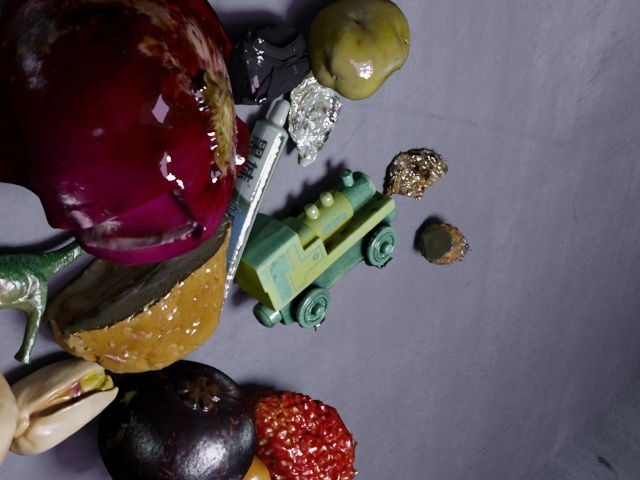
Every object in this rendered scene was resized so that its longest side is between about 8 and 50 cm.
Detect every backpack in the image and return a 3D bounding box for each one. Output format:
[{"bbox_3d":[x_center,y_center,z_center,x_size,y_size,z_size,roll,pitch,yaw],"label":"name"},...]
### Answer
[{"bbox_3d":[-0.089,-0.278,1.434,0.165,0.106,0.120,-30,118,-57],"label":"backpack"}]

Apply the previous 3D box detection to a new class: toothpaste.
[{"bbox_3d":[-0.140,-0.061,1.568,0.061,0.099,0.392,10,106,-60],"label":"toothpaste"}]

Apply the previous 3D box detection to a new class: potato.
[{"bbox_3d":[0.060,-0.326,1.515,0.200,0.154,0.137,-52,149,-36],"label":"potato"}]

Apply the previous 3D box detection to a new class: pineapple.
[{"bbox_3d":[0.306,0.012,2.153,0.198,0.108,0.108,11,109,-62],"label":"pineapple"}]

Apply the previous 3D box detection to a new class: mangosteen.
[{"bbox_3d":[-0.254,0.350,1.603,0.288,0.288,0.288,-31,138,-32],"label":"mangosteen"}]

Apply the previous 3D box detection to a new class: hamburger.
[{"bbox_3d":[-0.260,0.105,1.485,0.330,0.162,0.209,-43,142,-26],"label":"hamburger"}]

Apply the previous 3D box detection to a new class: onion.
[{"bbox_3d":[-0.307,-0.150,1.141,0.420,0.398,0.398,-13,144,12],"label":"onion"}]

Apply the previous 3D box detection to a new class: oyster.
[{"bbox_3d":[0.208,-0.141,1.953,0.177,0.056,0.105,-7,115,-42],"label":"oyster"},{"bbox_3d":[-0.010,-0.225,1.610,0.125,0.064,0.177,-30,136,-27],"label":"oyster"}]

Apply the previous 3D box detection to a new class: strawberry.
[{"bbox_3d":[-0.090,0.440,1.917,0.343,0.292,0.292,43,82,-31],"label":"strawberry"}]

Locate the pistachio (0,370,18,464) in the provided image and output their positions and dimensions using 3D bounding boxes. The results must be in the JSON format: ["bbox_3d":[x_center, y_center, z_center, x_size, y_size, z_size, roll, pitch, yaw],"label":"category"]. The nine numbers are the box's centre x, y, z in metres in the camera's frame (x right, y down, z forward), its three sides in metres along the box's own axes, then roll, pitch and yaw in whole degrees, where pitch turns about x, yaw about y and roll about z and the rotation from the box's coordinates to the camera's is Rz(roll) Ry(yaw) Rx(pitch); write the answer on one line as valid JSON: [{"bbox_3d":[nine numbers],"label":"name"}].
[{"bbox_3d":[-0.529,0.284,1.330,0.157,0.157,0.229,-1,130,-50],"label":"pistachio"}]

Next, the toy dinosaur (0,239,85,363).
[{"bbox_3d":[-0.431,0.013,1.283,0.447,0.087,0.301,27,83,-51],"label":"toy dinosaur"}]

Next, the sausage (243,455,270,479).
[{"bbox_3d":[-0.193,0.418,1.748,0.098,0.238,0.098,-30,134,-36],"label":"sausage"}]

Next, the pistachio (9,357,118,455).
[{"bbox_3d":[-0.426,0.259,1.457,0.200,0.117,0.145,-35,179,-39],"label":"pistachio"}]

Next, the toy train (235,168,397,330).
[{"bbox_3d":[0.000,0.000,1.739,0.369,0.150,0.237,-41,137,-24],"label":"toy train"}]
